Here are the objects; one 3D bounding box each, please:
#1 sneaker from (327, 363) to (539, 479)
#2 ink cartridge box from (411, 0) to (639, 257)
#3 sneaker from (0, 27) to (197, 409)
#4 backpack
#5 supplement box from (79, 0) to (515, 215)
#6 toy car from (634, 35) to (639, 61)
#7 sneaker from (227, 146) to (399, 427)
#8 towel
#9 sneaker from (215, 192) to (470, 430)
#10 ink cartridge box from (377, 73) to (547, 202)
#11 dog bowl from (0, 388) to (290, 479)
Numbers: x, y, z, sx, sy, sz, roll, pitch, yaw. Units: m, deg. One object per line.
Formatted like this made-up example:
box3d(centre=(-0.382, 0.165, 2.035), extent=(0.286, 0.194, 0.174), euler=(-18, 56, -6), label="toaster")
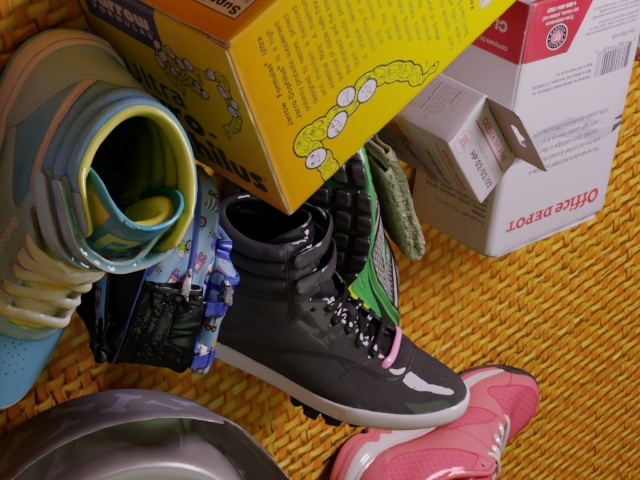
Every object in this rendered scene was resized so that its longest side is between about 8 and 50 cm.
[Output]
box3d(centre=(0.155, 0.245, 2.067), extent=(0.314, 0.136, 0.116), euler=(-25, 133, -38), label="sneaker")
box3d(centre=(0.209, -0.143, 1.878), extent=(0.197, 0.114, 0.273), euler=(-20, 127, -42), label="ink cartridge box")
box3d(centre=(-0.199, 0.014, 1.411), extent=(0.127, 0.208, 0.319), euler=(7, 107, -35), label="sneaker")
box3d(centre=(-0.133, 0.005, 1.537), extent=(0.117, 0.158, 0.173), euler=(9, 106, -25), label="backpack")
box3d(centre=(0.007, -0.230, 1.512), extent=(0.356, 0.194, 0.195), euler=(-44, 141, -20), label="supplement box")
box3d(centre=(0.377, -0.232, 2.079), extent=(0.122, 0.040, 0.060), euler=(-28, 133, -36), label="toy car")
box3d(centre=(0.000, 0.000, 1.752), extent=(0.146, 0.134, 0.344), euler=(-73, 159, -55), label="sneaker")
box3d(centre=(0.058, -0.055, 1.766), extent=(0.027, 0.110, 0.148), euler=(-29, 136, -9), label="towel")
box3d(centre=(0.010, 0.059, 1.636), extent=(0.104, 0.295, 0.147), euler=(-69, -178, -55), label="sneaker")
box3d(centre=(0.112, -0.103, 1.734), extent=(0.061, 0.181, 0.104), euler=(-51, 143, -12), label="ink cartridge box")
box3d(centre=(-0.176, 0.286, 1.646), extent=(0.348, 0.102, 0.349), euler=(-10, 116, -22), label="dog bowl")
